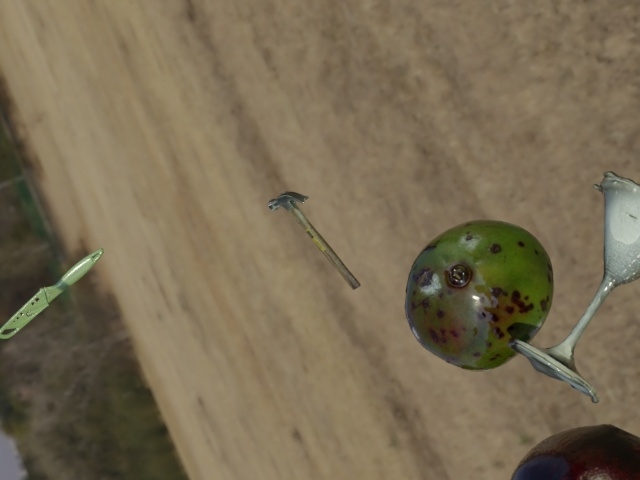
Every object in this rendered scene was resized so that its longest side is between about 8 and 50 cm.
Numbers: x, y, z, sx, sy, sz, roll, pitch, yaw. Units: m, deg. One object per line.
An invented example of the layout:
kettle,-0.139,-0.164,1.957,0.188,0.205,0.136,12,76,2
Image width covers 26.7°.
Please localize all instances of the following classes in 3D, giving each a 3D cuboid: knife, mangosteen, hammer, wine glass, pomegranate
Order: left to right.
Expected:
knife,-0.407,0.079,2.035,0.030,0.207,0.014,49,179,-34
hammer,0.000,0.000,1.984,0.062,0.017,0.182,-29,106,44
pomegranate,0.217,0.075,1.771,0.248,0.202,0.202,33,-157,-57
mangosteen,0.382,0.403,1.900,0.297,0.293,0.297,-175,90,-69
wine glass,0.325,0.057,1.541,0.156,0.232,0.156,34,177,2
